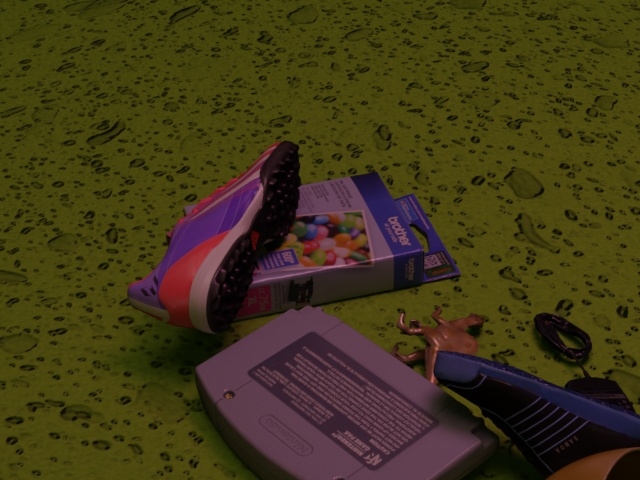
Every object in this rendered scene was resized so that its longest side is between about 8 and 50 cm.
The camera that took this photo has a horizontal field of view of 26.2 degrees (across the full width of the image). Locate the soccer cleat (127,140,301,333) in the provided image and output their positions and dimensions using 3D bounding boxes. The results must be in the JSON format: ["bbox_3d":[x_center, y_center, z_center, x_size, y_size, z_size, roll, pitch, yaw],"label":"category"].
[{"bbox_3d":[-0.112,-0.018,1.599,0.116,0.108,0.318,8,41,19],"label":"soccer cleat"}]

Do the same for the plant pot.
[{"bbox_3d":[0.260,0.259,1.298,0.095,0.134,0.134,-3,26,47],"label":"plant pot"}]

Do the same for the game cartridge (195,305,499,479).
[{"bbox_3d":[0.013,0.187,1.444,0.198,0.062,0.297,-33,47,-27],"label":"game cartridge"}]

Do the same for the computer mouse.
[{"bbox_3d":[0.284,0.155,1.508,0.071,0.041,0.242,2,28,-11],"label":"computer mouse"}]

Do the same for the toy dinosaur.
[{"bbox_3d":[0.128,0.119,1.540,0.093,0.053,0.183,16,39,19],"label":"toy dinosaur"}]

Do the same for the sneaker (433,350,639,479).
[{"bbox_3d":[0.214,0.184,1.375,0.232,0.090,0.081,20,2,9],"label":"sneaker"}]

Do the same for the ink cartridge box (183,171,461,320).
[{"bbox_3d":[0.000,0.000,1.703,0.311,0.065,0.186,-9,37,-13],"label":"ink cartridge box"}]
